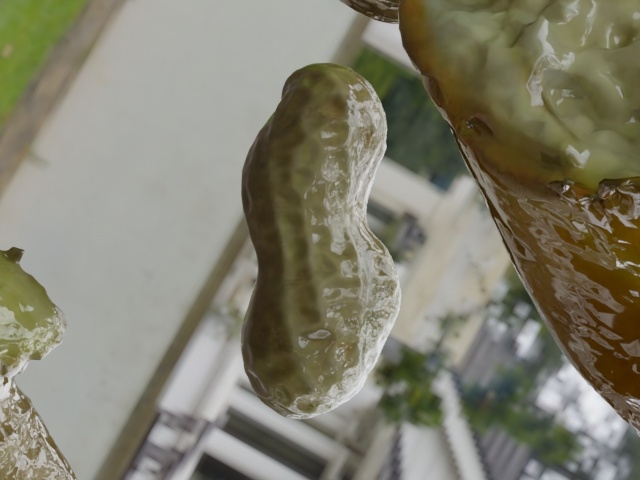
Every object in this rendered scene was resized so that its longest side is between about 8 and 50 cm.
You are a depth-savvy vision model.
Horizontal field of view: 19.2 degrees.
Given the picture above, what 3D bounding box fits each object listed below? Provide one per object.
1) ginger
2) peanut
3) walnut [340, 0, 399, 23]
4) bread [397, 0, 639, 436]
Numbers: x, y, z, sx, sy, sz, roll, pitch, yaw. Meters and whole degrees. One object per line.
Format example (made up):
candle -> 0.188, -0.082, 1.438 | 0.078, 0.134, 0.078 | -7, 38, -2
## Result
ginger -> -0.225, 0.124, 1.145 | 0.138, 0.152, 0.267 | -45, 126, -66
peanut -> 0.000, 0.000, 1.576 | 0.120, 0.136, 0.298 | 15, 75, -82
walnut -> 0.078, -0.260, 1.384 | 0.228, 0.228, 0.228 | -60, -178, 3
bread -> 0.255, -0.029, 0.918 | 0.394, 0.361, 0.250 | 60, 34, -43
